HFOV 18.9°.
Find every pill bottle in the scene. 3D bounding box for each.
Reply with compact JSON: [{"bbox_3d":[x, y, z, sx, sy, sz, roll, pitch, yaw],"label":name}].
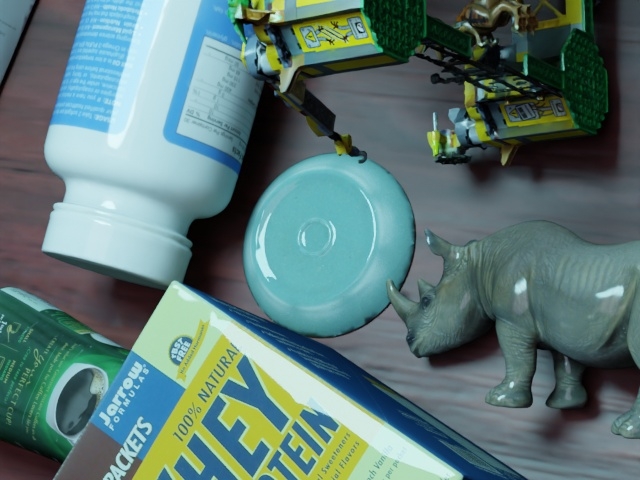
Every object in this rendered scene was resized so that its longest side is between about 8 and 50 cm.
[{"bbox_3d":[-0.103,-0.086,1.213,0.124,0.124,0.221,13,82,28],"label":"pill bottle"}]

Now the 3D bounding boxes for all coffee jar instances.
[{"bbox_3d":[-0.144,0.103,1.210,0.184,0.079,0.096,23,85,30],"label":"coffee jar"}]

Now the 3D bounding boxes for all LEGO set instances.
[{"bbox_3d":[0.014,-0.165,1.077,0.192,0.331,0.255,-6,87,32],"label":"LEGO set"}]

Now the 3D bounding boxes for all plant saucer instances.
[{"bbox_3d":[0.000,0.000,1.199,0.119,0.021,0.119,-7,74,25],"label":"plant saucer"}]

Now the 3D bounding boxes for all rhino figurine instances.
[{"bbox_3d":[0.132,0.043,1.090,0.243,0.073,0.106,11,95,42],"label":"rhino figurine"}]

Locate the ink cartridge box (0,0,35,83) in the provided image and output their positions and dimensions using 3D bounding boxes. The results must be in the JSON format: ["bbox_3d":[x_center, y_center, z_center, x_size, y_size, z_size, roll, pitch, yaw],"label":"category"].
[{"bbox_3d":[-0.262,-0.215,1.349,0.140,0.082,0.190,20,88,29],"label":"ink cartridge box"}]

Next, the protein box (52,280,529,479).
[{"bbox_3d":[0.003,0.145,1.059,0.201,0.200,0.136,32,92,29],"label":"protein box"}]
